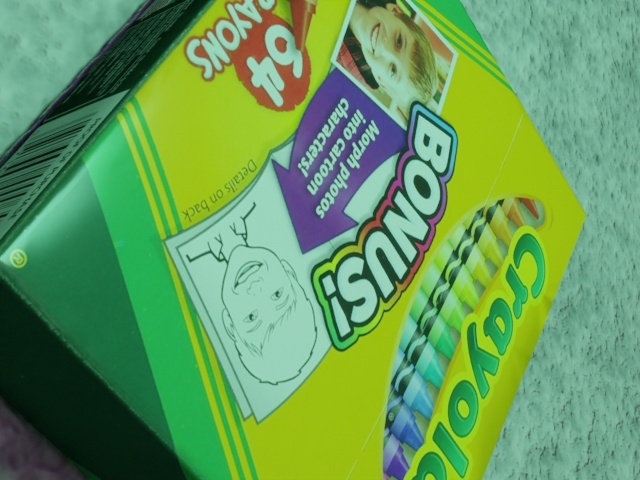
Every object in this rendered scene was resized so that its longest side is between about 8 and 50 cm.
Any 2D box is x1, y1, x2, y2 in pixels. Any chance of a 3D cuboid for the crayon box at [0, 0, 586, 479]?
[{"bbox_3d":[0.000,0.000,0.603,0.313,0.106,0.363,52,50,-26],"label":"crayon box"}]
